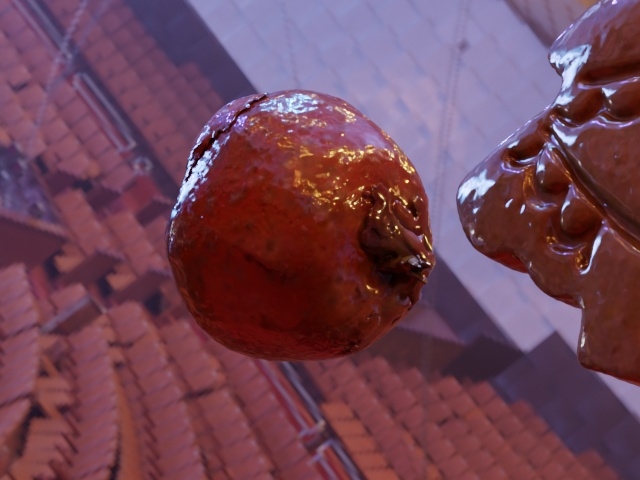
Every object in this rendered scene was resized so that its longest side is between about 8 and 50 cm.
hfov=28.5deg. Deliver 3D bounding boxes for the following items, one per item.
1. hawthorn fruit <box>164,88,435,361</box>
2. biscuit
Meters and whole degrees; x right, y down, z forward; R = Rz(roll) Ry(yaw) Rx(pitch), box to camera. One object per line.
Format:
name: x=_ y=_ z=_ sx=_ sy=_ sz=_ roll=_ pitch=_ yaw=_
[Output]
hawthorn fruit: x=0.000 y=0.000 z=1.226 sx=0.307 sy=0.276 sz=0.276 roll=25 pitch=-22 yaw=45
biscuit: x=0.197 y=-0.076 z=0.602 sx=0.043 sy=0.306 sz=0.284 roll=28 pitch=-11 yaw=-40
